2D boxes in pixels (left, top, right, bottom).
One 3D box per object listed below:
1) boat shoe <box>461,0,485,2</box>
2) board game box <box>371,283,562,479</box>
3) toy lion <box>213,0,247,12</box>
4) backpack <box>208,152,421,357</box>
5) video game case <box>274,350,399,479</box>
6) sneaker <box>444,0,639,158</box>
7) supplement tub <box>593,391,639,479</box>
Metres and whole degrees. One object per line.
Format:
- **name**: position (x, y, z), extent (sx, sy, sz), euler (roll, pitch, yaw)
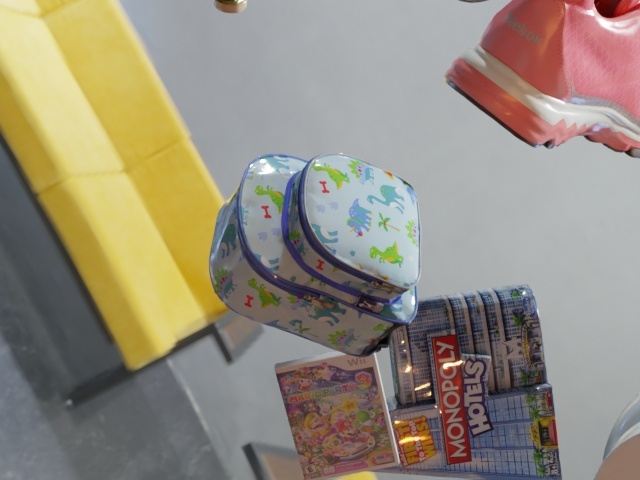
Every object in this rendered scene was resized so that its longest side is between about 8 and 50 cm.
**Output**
- **boat shoe**: position (0.073, -0.382, 1.113), extent (0.355, 0.132, 0.130), euler (28, -22, -14)
- **board game box**: position (0.124, 0.153, 1.083), extent (0.060, 0.194, 0.194), euler (-131, -147, -82)
- **toy lion**: position (-0.090, -0.210, 0.815), extent (0.100, 0.096, 0.034), euler (-73, 171, -47)
- **backpack**: position (0.000, 0.000, 0.641), extent (0.114, 0.084, 0.105), euler (17, 50, -18)
- **video game case**: position (0.015, 0.152, 0.970), extent (0.011, 0.087, 0.122), euler (-92, 170, -66)
- **sneaker**: position (0.230, -0.149, 0.881), extent (0.116, 0.136, 0.314), euler (43, 27, 24)
- **supplement tub**: position (0.247, 0.124, 0.623), extent (0.200, 0.144, 0.144), euler (-23, 84, -50)
